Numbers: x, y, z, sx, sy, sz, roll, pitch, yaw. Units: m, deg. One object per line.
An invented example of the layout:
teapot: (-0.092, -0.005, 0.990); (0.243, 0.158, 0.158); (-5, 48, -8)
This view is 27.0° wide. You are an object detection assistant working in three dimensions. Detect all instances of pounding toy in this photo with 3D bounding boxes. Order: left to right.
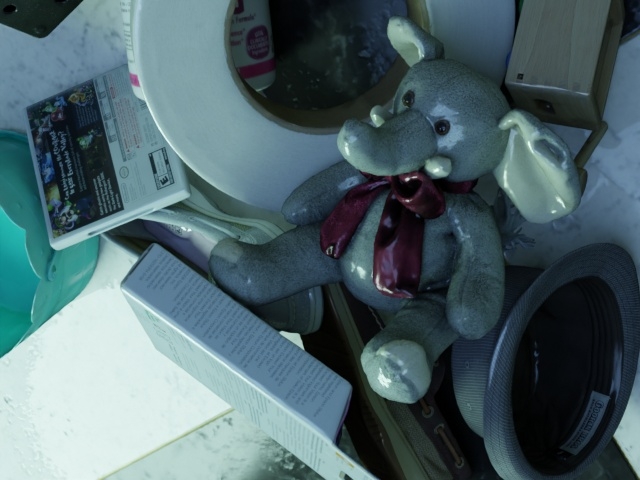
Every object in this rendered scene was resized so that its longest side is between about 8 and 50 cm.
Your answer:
pounding toy: (0.235, -0.147, 1.328); (0.094, 0.181, 0.206); (12, 83, 18)

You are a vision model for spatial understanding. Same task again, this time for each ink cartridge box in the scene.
ink cartridge box: (-0.048, 0.156, 1.402); (0.330, 0.324, 0.071); (35, 77, 8)

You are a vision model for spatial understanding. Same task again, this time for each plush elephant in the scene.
plush elephant: (0.092, -0.053, 1.255); (0.272, 0.330, 0.255); (36, 139, 38)

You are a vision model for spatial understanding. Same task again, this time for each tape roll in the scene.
tape roll: (0.003, -0.216, 1.343); (0.392, 0.072, 0.392); (-4, 113, -10)

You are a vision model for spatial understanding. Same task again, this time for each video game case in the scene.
video game case: (-0.248, -0.103, 1.534); (0.173, 0.022, 0.190); (-21, 65, 9)

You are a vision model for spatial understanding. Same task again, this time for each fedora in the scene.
fedora: (0.224, 0.121, 1.409); (0.124, 0.243, 0.275); (20, 126, 46)

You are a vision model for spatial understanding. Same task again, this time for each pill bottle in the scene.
pill bottle: (-0.140, -0.299, 1.427); (0.160, 0.160, 0.283); (0, 106, 22)

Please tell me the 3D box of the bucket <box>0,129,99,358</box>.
bucket: (-0.417, 0.005, 1.622); (0.281, 0.183, 0.281); (6, 109, 19)

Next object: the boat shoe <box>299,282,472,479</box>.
boat shoe: (0.080, 0.154, 1.505); (0.123, 0.123, 0.342); (4, 122, 64)

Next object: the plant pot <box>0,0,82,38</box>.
plant pot: (-0.328, -0.334, 1.442); (0.187, 0.188, 0.167); (-38, 55, 27)

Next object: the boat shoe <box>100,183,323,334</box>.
boat shoe: (-0.124, 0.023, 1.492); (0.320, 0.103, 0.118); (33, 134, 36)
